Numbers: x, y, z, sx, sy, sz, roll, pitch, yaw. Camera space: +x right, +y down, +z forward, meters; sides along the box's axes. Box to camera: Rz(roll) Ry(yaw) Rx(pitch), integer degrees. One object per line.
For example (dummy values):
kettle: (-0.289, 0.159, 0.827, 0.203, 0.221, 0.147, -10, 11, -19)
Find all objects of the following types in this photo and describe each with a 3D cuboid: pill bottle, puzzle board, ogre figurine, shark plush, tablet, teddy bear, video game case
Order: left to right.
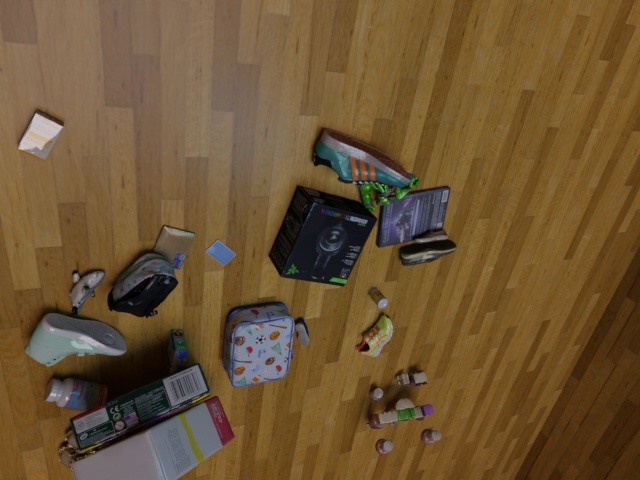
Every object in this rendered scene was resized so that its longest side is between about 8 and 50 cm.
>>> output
pill bottle: (-0.746, 0.470, 1.436, 0.160, 0.087, 0.087, 28, 104, -37)
shark plush: (-0.654, 0.156, 1.312, 0.067, 0.073, 0.161, -8, 123, -59)
teddy bear: (-0.710, 0.710, 1.608, 0.338, 0.113, 0.245, 3, 111, -20)
puzzle board: (-0.432, 0.022, 1.367, 0.096, 0.011, 0.128, 16, 111, -35)
tablet: (-0.306, 0.038, 1.443, 0.054, 0.006, 0.083, -42, 128, 3)
pill bottle: (0.216, 0.215, 1.769, 0.043, 0.083, 0.043, -13, 124, -20)
ogre figurine: (0.208, -0.174, 1.511, 0.197, 0.097, 0.118, -14, 134, 36)
video game case: (0.332, -0.085, 1.681, 0.274, 0.026, 0.196, -10, 123, -20)

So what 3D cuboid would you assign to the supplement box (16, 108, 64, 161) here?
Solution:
supplement box: (-0.642, -0.241, 1.078, 0.062, 0.036, 0.098, 28, 104, -36)

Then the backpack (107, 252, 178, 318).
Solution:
backpack: (-0.495, 0.126, 1.328, 0.182, 0.115, 0.152, -41, 150, 14)

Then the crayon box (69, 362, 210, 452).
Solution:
crayon box: (-0.525, 0.505, 1.439, 0.363, 0.106, 0.313, -20, 168, -19)

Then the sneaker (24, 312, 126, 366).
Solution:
sneaker: (-0.706, 0.305, 1.357, 0.151, 0.094, 0.256, -46, 131, 14)

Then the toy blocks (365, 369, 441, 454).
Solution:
toy blocks: (0.358, 0.791, 2.151, 0.289, 0.309, 0.260, -8, 156, -9)

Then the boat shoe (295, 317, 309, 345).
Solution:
boat shoe: (-0.063, 0.339, 1.734, 0.046, 0.038, 0.125, 1, 130, 23)

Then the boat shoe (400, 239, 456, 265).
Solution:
boat shoe: (0.402, 0.047, 1.769, 0.224, 0.080, 0.073, -10, 129, -15)

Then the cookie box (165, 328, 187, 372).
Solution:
cookie box: (-0.458, 0.351, 1.495, 0.040, 0.107, 0.092, 7, 116, -30)

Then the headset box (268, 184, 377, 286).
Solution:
headset box: (0.000, 0.000, 1.496, 0.246, 0.131, 0.283, 13, 113, -32)

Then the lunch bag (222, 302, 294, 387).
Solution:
lunch bag: (-0.208, 0.366, 1.632, 0.243, 0.115, 0.303, -6, 121, -27)

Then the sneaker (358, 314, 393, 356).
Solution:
sneaker: (0.217, 0.385, 1.879, 0.094, 0.081, 0.208, 10, 115, -29)

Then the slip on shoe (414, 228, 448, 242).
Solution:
slip on shoe: (0.403, -0.015, 1.721, 0.135, 0.051, 0.041, -8, 83, -14)

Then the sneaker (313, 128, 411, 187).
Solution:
sneaker: (0.121, -0.218, 1.410, 0.302, 0.108, 0.121, 25, 120, -8)

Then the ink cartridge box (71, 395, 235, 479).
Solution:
ink cartridge box: (-0.481, 0.630, 1.408, 0.279, 0.160, 0.385, -27, 169, 12)
